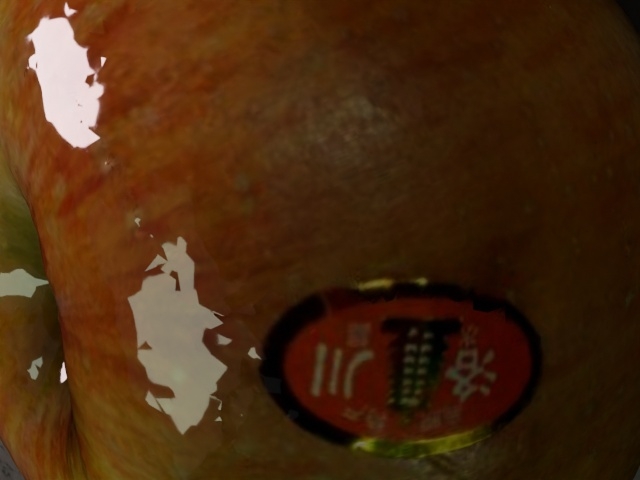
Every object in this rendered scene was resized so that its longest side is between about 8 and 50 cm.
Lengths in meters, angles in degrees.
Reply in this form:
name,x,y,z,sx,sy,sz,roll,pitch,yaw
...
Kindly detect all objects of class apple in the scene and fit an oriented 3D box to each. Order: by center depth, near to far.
name,x,y,z,sx,sy,sz,roll,pitch,yaw
apple,0.000,0.000,0.983,0.400,0.334,0.400,40,137,51
